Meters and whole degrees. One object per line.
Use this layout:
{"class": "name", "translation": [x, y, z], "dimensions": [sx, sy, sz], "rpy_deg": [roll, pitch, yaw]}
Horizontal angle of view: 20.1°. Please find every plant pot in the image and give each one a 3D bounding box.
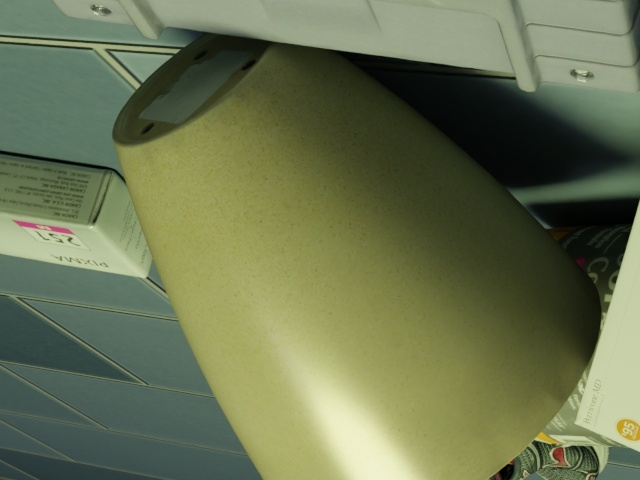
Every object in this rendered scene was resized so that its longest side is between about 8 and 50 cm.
{"class": "plant pot", "translation": [0.000, 0.000, 1.142], "dimensions": [0.256, 0.256, 0.274], "rpy_deg": [-5, 130, 49]}

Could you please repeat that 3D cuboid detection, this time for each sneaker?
{"class": "sneaker", "translation": [0.195, 0.200, 1.802], "dimensions": [0.121, 0.112, 0.299], "rpy_deg": [4, 160, 33]}

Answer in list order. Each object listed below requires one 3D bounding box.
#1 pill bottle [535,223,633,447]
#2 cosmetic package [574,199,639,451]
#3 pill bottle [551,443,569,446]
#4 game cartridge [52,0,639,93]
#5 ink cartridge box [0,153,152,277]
{"class": "pill bottle", "translation": [0.258, 0.065, 1.240], "dimensions": [0.278, 0.162, 0.162], "rpy_deg": [-4, 155, 45]}
{"class": "cosmetic package", "translation": [0.228, 0.028, 1.074], "dimensions": [0.099, 0.060, 0.239], "rpy_deg": [24, 129, 19]}
{"class": "pill bottle", "translation": [0.145, 0.109, 1.570], "dimensions": [0.184, 0.103, 0.103], "rpy_deg": [16, 163, -2]}
{"class": "game cartridge", "translation": [-0.013, -0.162, 0.936], "dimensions": [0.355, 0.068, 0.230], "rpy_deg": [10, 166, 18]}
{"class": "ink cartridge box", "translation": [-0.272, -0.012, 1.632], "dimensions": [0.275, 0.060, 0.239], "rpy_deg": [9, 161, 20]}
